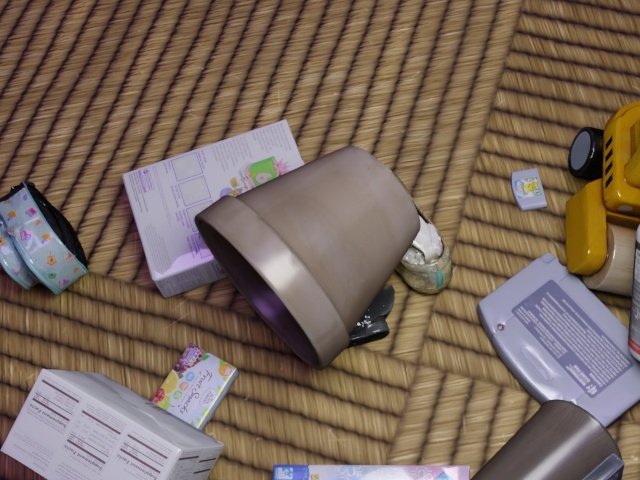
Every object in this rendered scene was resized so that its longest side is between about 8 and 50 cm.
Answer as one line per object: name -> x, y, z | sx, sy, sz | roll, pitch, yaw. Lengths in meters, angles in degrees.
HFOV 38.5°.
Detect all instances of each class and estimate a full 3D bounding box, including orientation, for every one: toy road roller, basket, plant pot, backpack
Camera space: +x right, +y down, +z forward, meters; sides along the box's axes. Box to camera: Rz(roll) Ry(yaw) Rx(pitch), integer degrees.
toy road roller -> 0.556, -0.082, 1.547 | 0.202, 0.240, 0.330 | 12, 67, -10
basket -> 0.312, 0.370, 1.370 | 0.227, 0.204, 0.154 | -35, 71, -21
plant pot -> 0.000, 0.000, 1.497 | 0.280, 0.323, 0.323 | -40, 67, -12
backpack -> -0.513, 0.010, 1.666 | 0.144, 0.166, 0.188 | -42, 64, -13

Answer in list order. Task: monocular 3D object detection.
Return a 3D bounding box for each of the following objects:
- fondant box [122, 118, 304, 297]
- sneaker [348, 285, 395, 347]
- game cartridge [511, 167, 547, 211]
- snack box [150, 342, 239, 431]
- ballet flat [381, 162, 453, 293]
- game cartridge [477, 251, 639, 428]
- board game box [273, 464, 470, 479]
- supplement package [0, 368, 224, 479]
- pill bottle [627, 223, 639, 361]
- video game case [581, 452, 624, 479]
fondant box -> -0.177, -0.061, 1.710 | 0.330, 0.096, 0.238 | -20, 64, -3
sneaker -> 0.057, 0.138, 1.616 | 0.170, 0.051, 0.089 | -13, 63, -6
game cartridge -> 0.388, -0.095, 1.718 | 0.056, 0.017, 0.083 | -11, 63, 4
snack box -> -0.220, 0.262, 1.585 | 0.100, 0.037, 0.141 | 26, 70, 15
ballet flat -> 0.125, -0.058, 1.669 | 0.123, 0.123, 0.349 | -30, 65, -10
game cartridge -> 0.414, 0.179, 1.559 | 0.196, 0.060, 0.294 | -33, 65, -15
board game box -> 0.079, 0.510, 1.418 | 0.317, 0.066, 0.319 | -2, 64, 4
supplement package -> -0.322, 0.329, 1.454 | 0.261, 0.204, 0.145 | 26, 87, 17
pill bottle -> 0.570, 0.050, 1.426 | 0.161, 0.161, 0.283 | 0, 108, 5
video game case -> 0.352, 0.424, 1.319 | 0.196, 0.274, 0.026 | -36, 56, -12
